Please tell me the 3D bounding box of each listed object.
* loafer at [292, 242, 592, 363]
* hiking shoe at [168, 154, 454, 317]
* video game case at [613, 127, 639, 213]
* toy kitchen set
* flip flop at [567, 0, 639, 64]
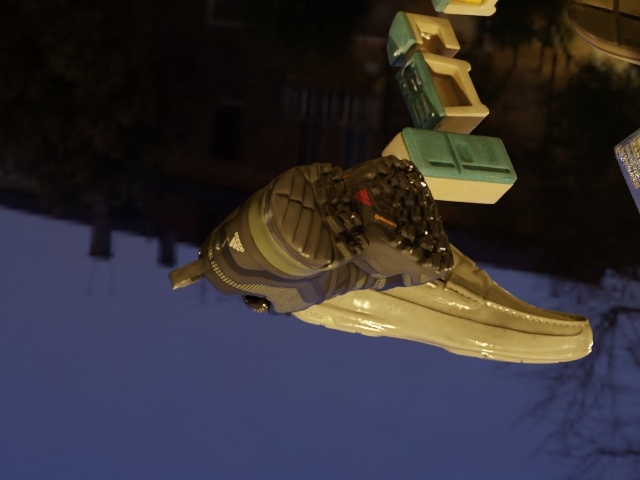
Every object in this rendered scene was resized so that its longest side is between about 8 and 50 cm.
[{"bbox_3d":[0.124,0.054,1.409,0.319,0.111,0.112,12,-179,-5],"label":"loafer"},{"bbox_3d":[0.000,0.000,0.887,0.114,0.086,0.227,-23,165,28],"label":"hiking shoe"},{"bbox_3d":[0.369,-0.019,1.052,0.061,0.269,0.244,2,150,-40],"label":"video game case"},{"bbox_3d":[0.130,-0.167,1.315,0.122,0.166,0.207,2,-125,-34],"label":"toy kitchen set"},{"bbox_3d":[0.342,-0.164,1.198,0.277,0.080,0.112,20,-117,21],"label":"flip flop"}]
